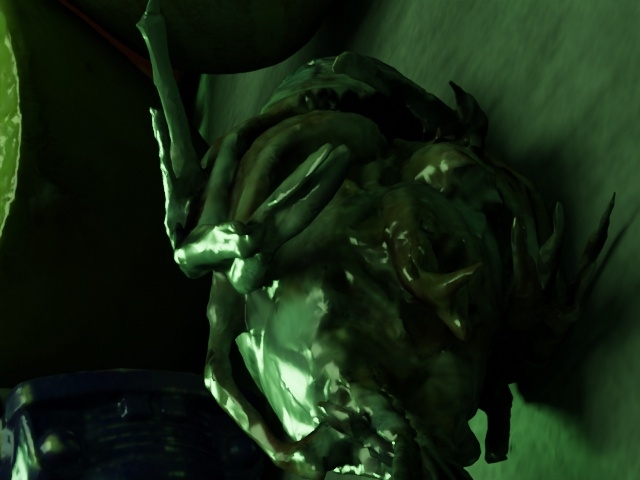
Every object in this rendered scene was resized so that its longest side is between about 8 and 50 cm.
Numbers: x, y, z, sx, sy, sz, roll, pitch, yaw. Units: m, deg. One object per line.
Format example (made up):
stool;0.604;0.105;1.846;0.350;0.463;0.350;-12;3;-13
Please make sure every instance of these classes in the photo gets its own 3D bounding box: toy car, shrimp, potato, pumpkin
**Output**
toy car;-0.118;0.178;0.945;0.235;0.172;0.158;-61;37;38
shrimp;0.000;0.000;0.624;0.372;0.172;0.137;-124;55;-80
potato;-0.138;0.011;1.045;0.212;0.280;0.330;9;86;43
pumpkin;-0.071;-0.159;1.023;0.217;0.217;0.110;-98;-1;-55

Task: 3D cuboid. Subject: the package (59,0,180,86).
package;-0.217;-0.055;1.292;0.123;0.196;0.424;-30;42;36

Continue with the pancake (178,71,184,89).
pancake;-0.139;-0.121;1.502;0.253;0.037;0.254;-165;90;-75
